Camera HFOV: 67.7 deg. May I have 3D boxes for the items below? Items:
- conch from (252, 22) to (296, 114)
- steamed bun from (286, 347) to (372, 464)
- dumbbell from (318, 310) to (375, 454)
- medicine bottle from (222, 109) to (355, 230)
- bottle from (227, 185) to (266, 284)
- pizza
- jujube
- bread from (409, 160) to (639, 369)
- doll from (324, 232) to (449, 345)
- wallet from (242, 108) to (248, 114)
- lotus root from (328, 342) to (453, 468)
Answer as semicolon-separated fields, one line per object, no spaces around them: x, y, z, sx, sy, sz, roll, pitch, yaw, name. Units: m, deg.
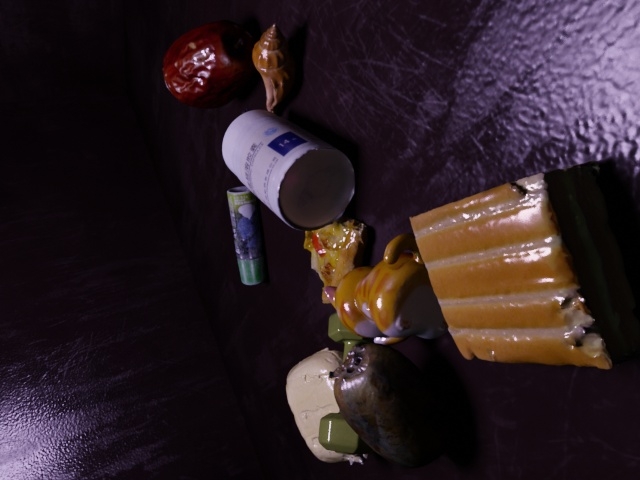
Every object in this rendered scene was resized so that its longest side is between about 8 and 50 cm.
-0.102;-0.392;1.146;0.109;0.093;0.330;47;167;14;conch
0.052;0.403;1.182;0.232;0.166;0.272;-43;66;38;steamed bun
0.067;0.296;1.028;0.108;0.121;0.301;-14;60;40;dumbbell
-0.086;-0.173;1.100;0.332;0.190;0.189;41;139;48;medicine bottle
-0.246;-0.013;1.609;0.093;0.093;0.329;29;129;55;bottle
0.000;0.000;1.158;0.287;0.075;0.279;52;145;36;pizza
-0.301;-0.484;1.324;0.318;0.223;0.222;-6;99;53;jujube
0.263;0.043;0.628;0.246;0.111;0.239;-23;87;61;bread
0.125;0.109;0.879;0.270;0.167;0.162;145;133;-58;doll
-0.219;-0.304;1.466;0.111;0.030;0.165;55;148;33;wallet
0.140;0.319;0.898;0.160;0.151;0.275;-29;116;35;lotus root
